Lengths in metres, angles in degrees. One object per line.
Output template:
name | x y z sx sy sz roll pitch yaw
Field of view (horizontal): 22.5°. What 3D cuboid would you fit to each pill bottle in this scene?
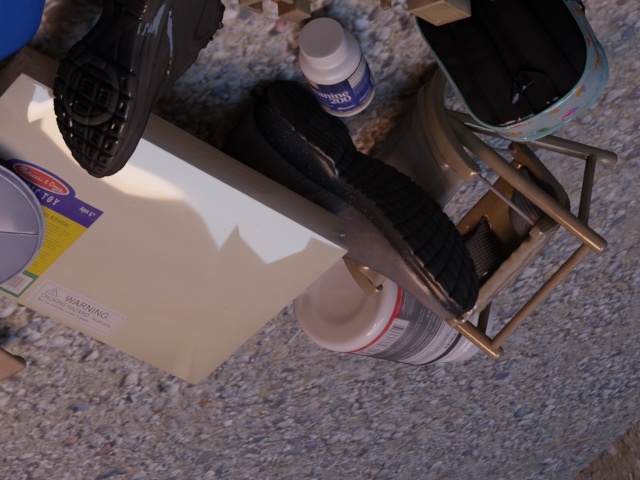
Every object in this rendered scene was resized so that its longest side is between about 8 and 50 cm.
pill bottle | 0.106 0.084 2.175 0.161 0.161 0.283 -38 151 25
pill bottle | 0.015 -0.185 1.705 0.067 0.067 0.120 -26 154 3

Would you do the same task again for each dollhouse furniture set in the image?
dollhouse furniture set | 0.030 -0.272 1.574 0.161 0.101 0.182 -12 164 34

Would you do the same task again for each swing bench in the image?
swing bench | 0.173 -0.031 1.902 0.255 0.165 0.253 26 135 -10

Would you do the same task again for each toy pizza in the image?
toy pizza | -0.373 -0.022 1.587 0.201 0.032 0.201 -3 135 -3

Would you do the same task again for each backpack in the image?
backpack | 0.213 -0.200 1.710 0.166 0.188 0.144 -32 153 13

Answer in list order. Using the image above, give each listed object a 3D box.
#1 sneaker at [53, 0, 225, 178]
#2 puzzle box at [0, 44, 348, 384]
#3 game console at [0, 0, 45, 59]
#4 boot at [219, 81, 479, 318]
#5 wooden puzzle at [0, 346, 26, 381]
sneaker | -0.151 -0.182 1.466 0.130 0.109 0.286 -9 131 -47
puzzle box | -0.210 -0.014 1.669 0.409 0.052 0.272 29 126 -30
game console | -0.353 -0.230 1.276 0.250 0.173 0.293 22 146 -6
boot | 0.000 0.000 1.808 0.223 0.338 0.118 -44 180 31
wooden puzzle | -0.551 0.156 1.852 0.322 0.080 0.348 -27 158 6
